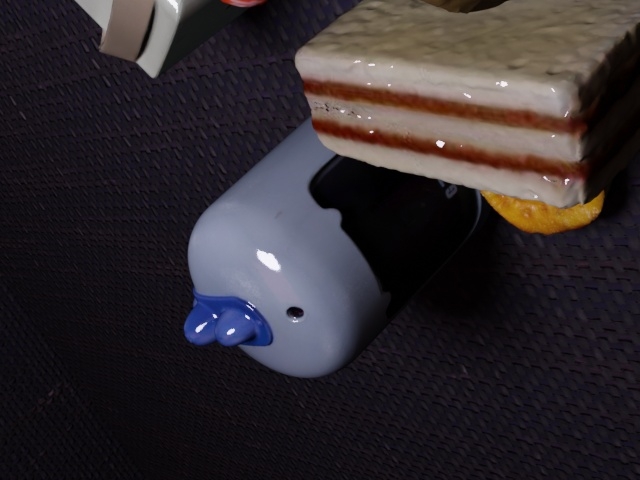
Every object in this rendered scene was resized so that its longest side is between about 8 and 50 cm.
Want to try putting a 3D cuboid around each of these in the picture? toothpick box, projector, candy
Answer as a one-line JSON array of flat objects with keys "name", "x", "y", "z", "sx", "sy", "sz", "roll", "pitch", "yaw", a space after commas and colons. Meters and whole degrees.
[{"name": "toothpick box", "x": 0.000, "y": 0.000, "z": 1.130, "sx": 0.263, "sy": 0.354, "sz": 0.263, "roll": 30, "pitch": 145, "yaw": 24}, {"name": "projector", "x": -0.165, "y": -0.308, "z": 1.085, "sx": 0.177, "sy": 0.242, "sz": 0.163, "roll": 44, "pitch": 151, "yaw": 1}, {"name": "candy", "x": 0.152, "y": -0.149, "z": 0.949, "sx": 0.320, "sy": 0.179, "sz": 0.135, "roll": 16, "pitch": 137, "yaw": 39}]

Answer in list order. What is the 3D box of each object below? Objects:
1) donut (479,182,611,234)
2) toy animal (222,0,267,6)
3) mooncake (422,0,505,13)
[{"name": "donut", "x": 0.234, "y": -0.076, "z": 1.053, "sx": 0.152, "sy": 0.058, "sz": 0.152, "roll": 29, "pitch": 145, "yaw": 23}, {"name": "toy animal", "x": -0.035, "y": -0.305, "z": 0.936, "sx": 0.171, "sy": 0.198, "sz": 0.171, "roll": 40, "pitch": -177, "yaw": -3}, {"name": "mooncake", "x": 0.098, "y": -0.374, "z": 0.717, "sx": 0.246, "sy": 0.393, "sz": 0.394, "roll": 26, "pitch": -177, "yaw": 30}]
